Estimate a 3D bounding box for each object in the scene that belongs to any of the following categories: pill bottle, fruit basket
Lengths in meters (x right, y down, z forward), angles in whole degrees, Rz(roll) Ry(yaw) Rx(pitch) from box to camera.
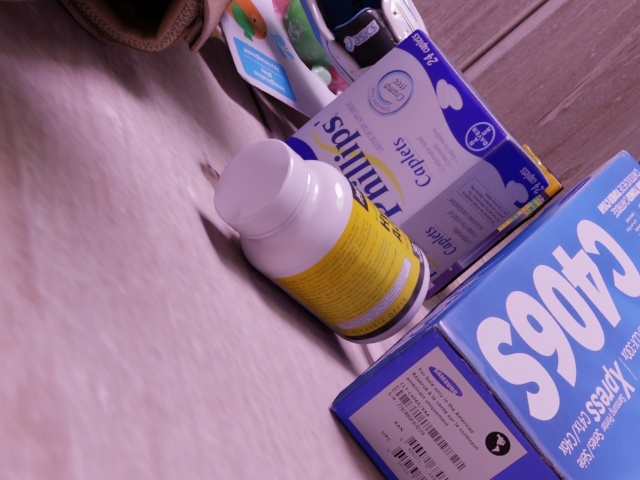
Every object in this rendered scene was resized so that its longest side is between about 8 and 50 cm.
[{"bbox_3d":[0.000,0.000,0.643,0.116,0.065,0.065,41,14,-42],"label":"pill bottle"},{"bbox_3d":[-0.004,-0.219,1.116,0.327,0.165,0.353,28,31,-50],"label":"fruit basket"}]

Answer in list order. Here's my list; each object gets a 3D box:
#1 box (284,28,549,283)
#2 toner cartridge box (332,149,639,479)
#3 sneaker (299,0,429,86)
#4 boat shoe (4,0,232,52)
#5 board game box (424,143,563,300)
[{"bbox_3d":[0.060,-0.050,0.872,0.072,0.137,0.126,36,17,-50],"label":"box"},{"bbox_3d":[0.151,0.069,0.698,0.165,0.075,0.348,52,31,3],"label":"toner cartridge box"},{"bbox_3d":[0.053,-0.129,0.957,0.237,0.085,0.086,57,24,1],"label":"sneaker"},{"bbox_3d":[-0.102,-0.155,0.687,0.341,0.121,0.110,-13,102,-74],"label":"boat shoe"},{"bbox_3d":[0.135,-0.015,1.062,0.048,0.141,0.170,49,10,6],"label":"board game box"}]
